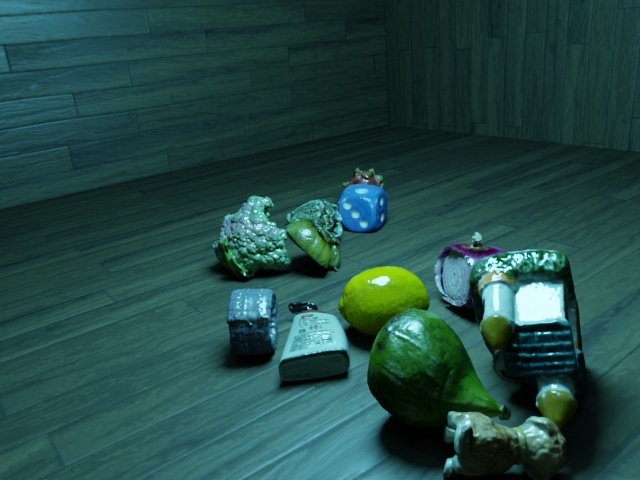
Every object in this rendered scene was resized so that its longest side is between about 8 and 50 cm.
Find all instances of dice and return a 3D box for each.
[{"bbox_3d":[0.154,-0.115,2.010,0.146,0.146,0.143,7,25,26],"label":"dice"}]

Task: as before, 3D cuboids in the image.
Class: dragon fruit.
[{"bbox_3d":[0.160,-0.206,2.290,0.236,0.135,0.137,-39,41,-28],"label":"dragon fruit"}]

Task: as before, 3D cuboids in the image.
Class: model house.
[{"bbox_3d":[0.371,0.204,1.009,0.190,0.272,0.301,-8,34,23],"label":"model house"}]

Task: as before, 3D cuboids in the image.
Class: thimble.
[{"bbox_3d":[-0.150,0.183,1.278,0.097,0.150,0.150,-3,20,4],"label":"thimble"}]

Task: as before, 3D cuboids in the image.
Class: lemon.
[{"bbox_3d":[0.144,0.142,1.299,0.207,0.170,0.170,-7,20,-1],"label":"lemon"}]

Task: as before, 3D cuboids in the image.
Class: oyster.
[{"bbox_3d":[-0.023,-0.062,1.991,0.198,0.112,0.268,-27,30,1],"label":"oyster"}]

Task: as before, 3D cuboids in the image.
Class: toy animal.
[{"bbox_3d":[0.285,0.305,0.837,0.185,0.184,0.104,6,64,6],"label":"toy animal"}]

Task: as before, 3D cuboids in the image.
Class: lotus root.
[{"bbox_3d":[-0.003,-0.003,1.684,0.078,0.203,0.183,-47,10,16],"label":"lotus root"}]

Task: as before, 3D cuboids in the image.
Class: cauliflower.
[{"bbox_3d":[-0.196,0.003,1.749,0.256,0.239,0.315,-31,-9,22],"label":"cauliflower"}]

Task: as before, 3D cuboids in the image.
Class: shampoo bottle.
[{"bbox_3d":[-0.021,0.213,1.283,0.153,0.071,0.284,-8,18,-2],"label":"shampoo bottle"}]

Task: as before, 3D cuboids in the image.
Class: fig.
[{"bbox_3d":[0.208,0.236,0.972,0.203,0.203,0.235,-22,26,-39],"label":"fig"}]

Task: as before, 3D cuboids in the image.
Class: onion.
[{"bbox_3d":[0.397,0.086,1.399,0.200,0.201,0.207,-15,-9,-26],"label":"onion"}]
